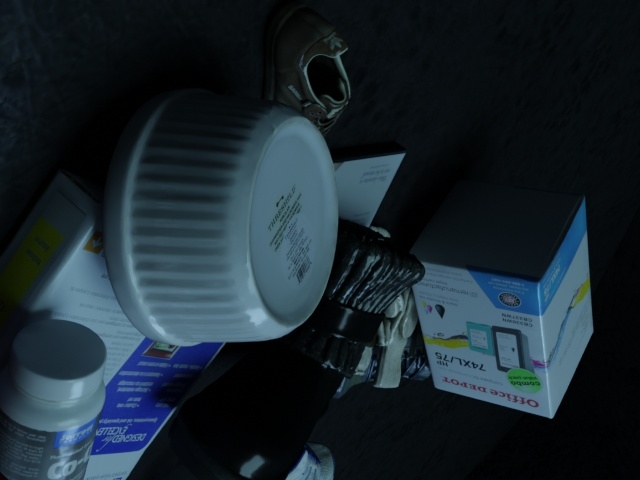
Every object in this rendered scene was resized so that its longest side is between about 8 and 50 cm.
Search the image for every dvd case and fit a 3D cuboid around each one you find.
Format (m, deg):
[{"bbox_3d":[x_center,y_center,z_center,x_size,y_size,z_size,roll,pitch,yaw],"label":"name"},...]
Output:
[{"bbox_3d":[0.000,0.000,1.026,0.180,0.022,0.253,-16,138,-53],"label":"dvd case"}]

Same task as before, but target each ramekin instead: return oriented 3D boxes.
[{"bbox_3d":[-0.065,-0.017,0.674,0.207,0.109,0.207,3,90,-67],"label":"ramekin"}]

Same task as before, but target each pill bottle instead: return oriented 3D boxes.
[{"bbox_3d":[-0.202,0.130,0.627,0.078,0.078,0.137,-21,140,-49],"label":"pill bottle"}]

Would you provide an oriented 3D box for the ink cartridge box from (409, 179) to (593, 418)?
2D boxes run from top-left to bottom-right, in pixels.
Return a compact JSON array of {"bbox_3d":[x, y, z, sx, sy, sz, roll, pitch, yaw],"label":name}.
[{"bbox_3d":[0.273,0.083,1.262,0.197,0.198,0.270,-51,138,-38],"label":"ink cartridge box"}]

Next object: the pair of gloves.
[{"bbox_3d":[0.096,0.101,1.198,0.240,0.042,0.204,36,66,-61],"label":"pair of gloves"}]

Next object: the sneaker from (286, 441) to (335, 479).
[{"bbox_3d":[-0.045,0.349,1.321,0.131,0.112,0.296,-59,155,16],"label":"sneaker"}]

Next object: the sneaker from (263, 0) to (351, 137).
[{"bbox_3d":[-0.010,-0.124,0.777,0.066,0.071,0.188,-42,153,-22],"label":"sneaker"}]

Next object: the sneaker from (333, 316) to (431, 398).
[{"bbox_3d":[0.119,0.173,1.350,0.300,0.121,0.111,-27,145,-43],"label":"sneaker"}]

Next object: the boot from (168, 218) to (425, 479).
[{"bbox_3d":[-0.015,0.111,0.926,0.260,0.131,0.348,-56,174,14],"label":"boot"}]

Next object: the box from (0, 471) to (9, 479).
[{"bbox_3d":[-0.266,0.236,0.528,0.122,0.128,0.257,-26,137,-44],"label":"box"}]

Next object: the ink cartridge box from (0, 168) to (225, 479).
[{"bbox_3d":[-0.205,0.109,0.768,0.307,0.072,0.303,-52,157,6],"label":"ink cartridge box"}]
